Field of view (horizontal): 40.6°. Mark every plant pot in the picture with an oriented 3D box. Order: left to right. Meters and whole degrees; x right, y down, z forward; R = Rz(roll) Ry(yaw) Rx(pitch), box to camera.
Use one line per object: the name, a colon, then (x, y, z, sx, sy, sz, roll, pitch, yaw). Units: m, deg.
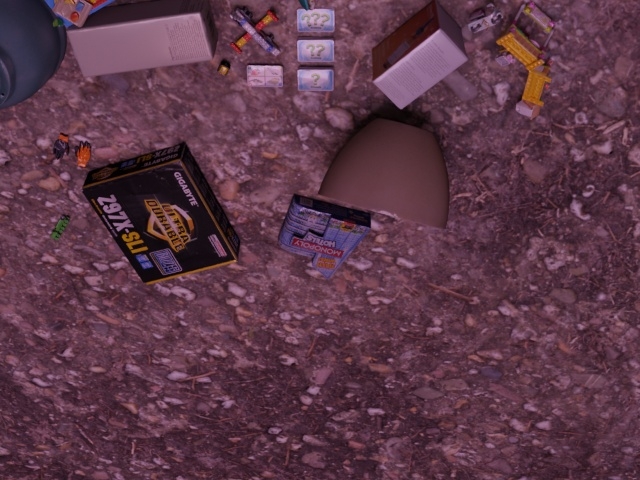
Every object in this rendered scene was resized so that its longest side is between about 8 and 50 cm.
plant pot: (-0.668, -0.373, 1.700, 0.292, 0.196, 0.293, 1, 131, 1)
plant pot: (0.155, -0.152, 1.846, 0.284, 0.284, 0.191, 14, 95, -10)

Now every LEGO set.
LEGO set: (-0.093, -0.383, 1.765, 0.244, 0.060, 0.183, 1, 127, 1)
LEGO set: (0.423, -0.376, 1.750, 0.132, 0.107, 0.287, 6, 148, 46)

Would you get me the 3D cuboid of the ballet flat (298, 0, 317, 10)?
ballet flat: (-0.053, -0.540, 1.614, 0.077, 0.091, 0.241, -37, 128, 0)

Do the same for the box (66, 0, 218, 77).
box: (-0.351, -0.408, 1.726, 0.275, 0.094, 0.113, -5, 130, 7)

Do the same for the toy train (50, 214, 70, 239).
toy train: (-0.636, -0.032, 2.114, 0.023, 0.017, 0.083, 32, 125, -11)

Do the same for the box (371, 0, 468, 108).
box: (0.193, -0.369, 1.717, 0.170, 0.130, 0.091, -35, 121, 27)

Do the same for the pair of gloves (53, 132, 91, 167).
pair of gloves: (-0.564, -0.203, 1.966, 0.083, 0.010, 0.074, 18, 129, -13)

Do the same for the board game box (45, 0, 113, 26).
board game box: (-0.434, -0.591, 1.574, 0.308, 0.086, 0.302, -23, 126, 20)

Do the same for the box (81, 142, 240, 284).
box: (-0.370, -0.055, 2.046, 0.257, 0.079, 0.322, -13, 130, 15)

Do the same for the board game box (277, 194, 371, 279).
board game box: (0.000, 0.000, 2.091, 0.194, 0.060, 0.194, 14, 129, -10)

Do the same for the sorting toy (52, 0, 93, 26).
sorting toy: (-0.478, -0.431, 1.648, 0.062, 0.012, 0.083, 28, 126, -21)
